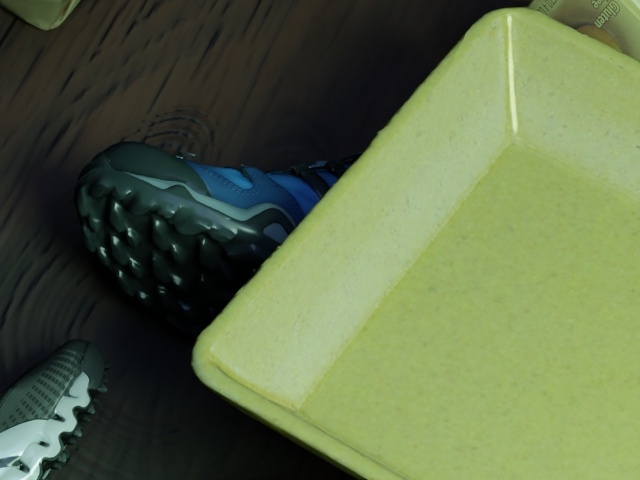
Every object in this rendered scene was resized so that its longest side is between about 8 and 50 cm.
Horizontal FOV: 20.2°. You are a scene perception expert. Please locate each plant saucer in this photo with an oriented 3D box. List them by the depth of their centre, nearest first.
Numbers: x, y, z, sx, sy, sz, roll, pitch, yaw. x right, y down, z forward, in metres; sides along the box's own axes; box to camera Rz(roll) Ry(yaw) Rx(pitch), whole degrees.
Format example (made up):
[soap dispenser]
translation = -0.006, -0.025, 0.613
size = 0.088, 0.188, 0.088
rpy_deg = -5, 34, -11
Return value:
[plant saucer]
translation = 0.153, 0.058, 0.941
size = 0.332, 0.081, 0.333
rpy_deg = 29, 52, 16

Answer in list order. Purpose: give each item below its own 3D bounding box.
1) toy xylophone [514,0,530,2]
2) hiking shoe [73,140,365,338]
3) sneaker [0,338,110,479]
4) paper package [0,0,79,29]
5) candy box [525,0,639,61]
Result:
[toy xylophone]
translation = 0.083, -0.298, 1.147
size = 0.322, 0.081, 0.236
rpy_deg = 38, 62, -41
[hiking shoe]
translation = 0.000, 0.000, 1.064
size = 0.304, 0.113, 0.132
rpy_deg = 22, 52, -19
[sneaker]
translation = -0.206, 0.124, 0.939
size = 0.106, 0.078, 0.234
rpy_deg = 38, 61, -1
[paper package]
translation = -0.211, -0.347, 1.117
size = 0.324, 0.168, 0.309
rpy_deg = 33, 59, 0
[candy box]
translation = 0.249, -0.040, 1.112
size = 0.087, 0.183, 0.316
rpy_deg = -37, 80, -29
